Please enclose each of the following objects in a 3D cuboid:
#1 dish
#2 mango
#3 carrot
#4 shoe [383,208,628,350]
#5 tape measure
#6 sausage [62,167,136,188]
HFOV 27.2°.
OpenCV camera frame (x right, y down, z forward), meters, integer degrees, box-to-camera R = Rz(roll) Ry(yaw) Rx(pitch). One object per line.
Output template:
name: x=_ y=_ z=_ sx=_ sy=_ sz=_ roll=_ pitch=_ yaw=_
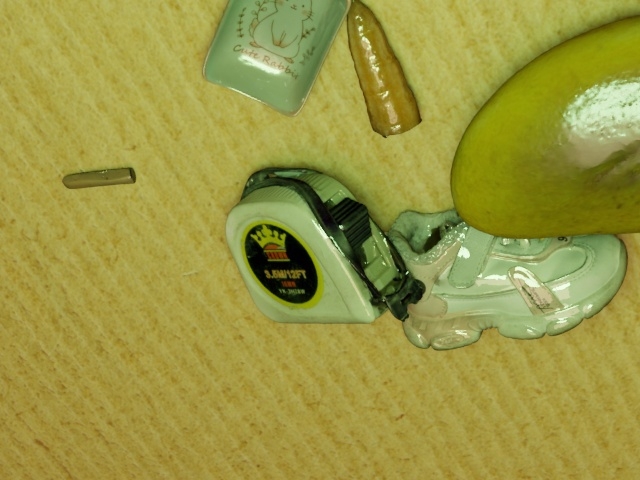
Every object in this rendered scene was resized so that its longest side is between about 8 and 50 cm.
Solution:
dish: x=-0.057 y=-0.289 z=1.791 sx=0.151 sy=0.077 sz=0.212 roll=24 pitch=126 yaw=-5
mango: x=0.375 y=-0.130 z=1.742 sx=0.445 sy=0.220 sz=0.301 roll=-24 pitch=121 yaw=26
carrot: x=0.075 y=-0.245 z=1.814 sx=0.072 sy=0.072 sz=0.205 roll=-14 pitch=114 yaw=19
shoe: x=0.257 y=0.032 z=1.907 sx=0.351 sy=0.172 sz=0.198 roll=-17 pitch=118 yaw=18
tape measure: x=0.000 y=0.000 z=1.914 sx=0.271 sy=0.133 sz=0.231 roll=0 pitch=119 yaw=46
sausage: x=-0.337 y=-0.093 z=2.012 sx=0.116 sy=0.026 sz=0.026 roll=-5 pitch=124 yaw=14
